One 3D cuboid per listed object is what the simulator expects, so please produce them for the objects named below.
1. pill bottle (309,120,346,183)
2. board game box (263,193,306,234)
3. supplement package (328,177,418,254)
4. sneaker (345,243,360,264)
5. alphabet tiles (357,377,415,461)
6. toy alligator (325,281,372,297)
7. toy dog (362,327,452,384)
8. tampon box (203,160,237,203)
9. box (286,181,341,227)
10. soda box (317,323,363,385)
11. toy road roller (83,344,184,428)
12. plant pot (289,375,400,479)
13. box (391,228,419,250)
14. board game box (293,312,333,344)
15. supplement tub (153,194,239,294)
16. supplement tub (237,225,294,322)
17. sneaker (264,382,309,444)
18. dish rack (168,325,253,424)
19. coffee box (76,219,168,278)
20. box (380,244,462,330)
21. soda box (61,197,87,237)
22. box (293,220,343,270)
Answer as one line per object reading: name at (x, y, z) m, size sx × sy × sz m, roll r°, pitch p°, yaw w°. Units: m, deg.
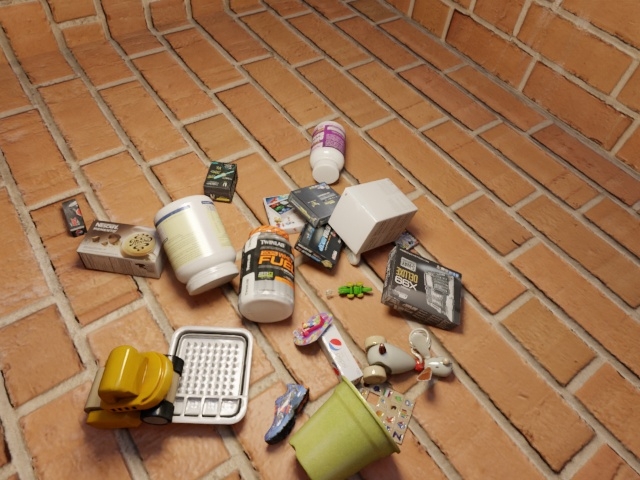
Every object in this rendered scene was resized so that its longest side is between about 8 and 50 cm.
pill bottle at (0.034, -0.421, 2.192) m, size 0.170 × 0.169 × 0.301 m, roll 6°, pitch 52°, yaw -2°
board game box at (-0.086, -0.129, 2.028) m, size 0.306 × 0.053 × 0.192 m, roll -10°, pitch 56°, yaw -14°
supplement package at (0.214, -0.103, 1.871) m, size 0.263 × 0.198 × 0.199 m, roll -17°, pitch 58°, yaw -40°
sneaker at (0.157, 0.001, 1.942) m, size 0.095 × 0.090 × 0.235 m, roll 7°, pitch 53°, yaw -13°
alphabet tiles at (0.191, 0.603, 1.531) m, size 0.198 × 0.009 × 0.237 m, roll 23°, pitch 54°, yaw 11°
toy alligator at (0.110, 0.194, 1.810) m, size 0.190 × 0.056 × 0.051 m, roll -3°, pitch 11°, yaw -7°
toy dog at (0.302, 0.404, 1.594) m, size 0.334 × 0.161 × 0.220 m, roll -11°, pitch 56°, yaw -17°
tampon box at (-0.449, -0.263, 2.059) m, size 0.121 × 0.101 × 0.160 m, roll 7°, pitch 53°, yaw 0°
box at (-0.001, -0.158, 1.945) m, size 0.183 × 0.059 × 0.233 m, roll 45°, pitch 40°, yaw 20°
soda box at (0.066, 0.413, 1.620) m, size 0.069 × 0.073 × 0.216 m, roll -19°, pitch 57°, yaw -20°
toy road roller at (-0.596, 0.430, 1.375) m, size 0.330 × 0.240 × 0.202 m, roll -12°, pitch 50°, yaw 17°
plant pot at (0.055, 0.600, 1.374) m, size 0.254 × 0.276 × 0.276 m, roll -35°, pitch 63°, yaw -12°
box at (0.353, -0.012, 2.005) m, size 0.094 × 0.027 × 0.137 m, roll -30°, pitch 62°, yaw -24°
board game box at (-0.034, 0.310, 1.659) m, size 0.168 × 0.133 × 0.033 m, roll -46°, pitch 113°, yaw -32°
supplement tub at (-0.461, 0.019, 1.714) m, size 0.236 × 0.235 × 0.324 m, roll -22°, pitch 81°, yaw -21°
supplement tub at (-0.201, 0.122, 1.728) m, size 0.207 × 0.207 × 0.337 m, roll 1°, pitch 53°, yaw -6°
sneaker at (-0.120, 0.565, 1.492) m, size 0.087 × 0.083 × 0.221 m, roll 18°, pitch 46°, yaw 24°
dish rack at (-0.379, 0.456, 1.538) m, size 0.286 × 0.072 × 0.332 m, roll 3°, pitch 53°, yaw -3°
coffee box at (-0.762, 0.033, 1.785) m, size 0.298 × 0.118 × 0.168 m, roll 8°, pitch 51°, yaw -1°
box at (0.400, 0.186, 1.782) m, size 0.308 × 0.076 × 0.242 m, roll 24°, pitch 52°, yaw -9°
soda box at (-1.025, -0.095, 1.895) m, size 0.060 × 0.053 × 0.168 m, roll -22°, pitch 59°, yaw -21°
box at (0.000, 0.000, 1.874) m, size 0.175 × 0.051 × 0.220 m, roll 32°, pitch 37°, yaw -8°
